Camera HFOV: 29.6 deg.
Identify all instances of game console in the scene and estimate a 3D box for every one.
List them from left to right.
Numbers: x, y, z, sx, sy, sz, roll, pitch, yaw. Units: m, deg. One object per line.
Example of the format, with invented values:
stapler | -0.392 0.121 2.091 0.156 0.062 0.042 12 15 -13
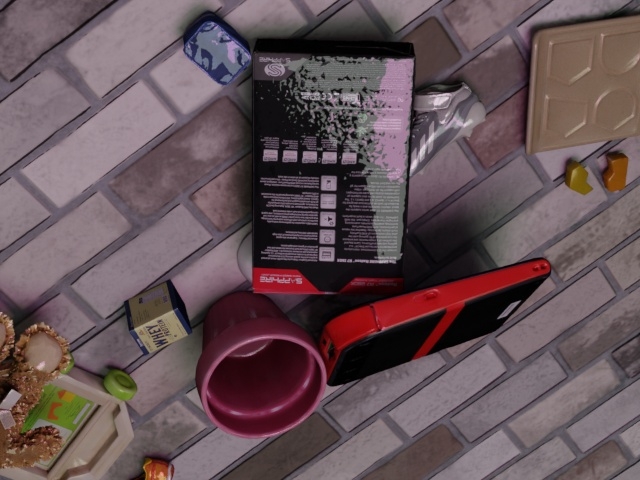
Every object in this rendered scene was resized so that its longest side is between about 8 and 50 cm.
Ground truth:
game console | 0.162 0.130 1.916 0.341 0.060 0.386 -19 166 -10

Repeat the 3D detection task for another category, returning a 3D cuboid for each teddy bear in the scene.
teddy bear | -0.504 0.255 1.817 0.245 0.113 0.338 0 113 -25

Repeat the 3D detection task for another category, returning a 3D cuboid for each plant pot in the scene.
plant pot | -0.106 0.180 1.916 0.201 0.180 0.201 -8 123 -12

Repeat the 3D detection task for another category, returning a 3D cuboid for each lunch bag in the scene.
lunch bag | -0.141 -0.268 1.690 0.067 0.065 0.098 -42 114 15

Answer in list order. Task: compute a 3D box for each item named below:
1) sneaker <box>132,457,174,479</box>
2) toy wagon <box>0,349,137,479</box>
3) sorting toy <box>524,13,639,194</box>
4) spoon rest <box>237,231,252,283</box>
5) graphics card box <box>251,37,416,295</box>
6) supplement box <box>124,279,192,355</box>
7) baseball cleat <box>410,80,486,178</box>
sneaker | -0.307 0.448 2.106 0.067 0.064 0.175 19 110 -5
toy wagon | -0.469 0.278 1.933 0.344 0.068 0.267 29 109 -29
sorting toy | 0.424 -0.209 1.929 0.229 0.041 0.307 -12 124 -15
spoon rest | 0.000 0.000 1.910 0.276 0.084 0.137 -22 125 13
graphics card box | 0.015 -0.104 1.763 0.232 0.094 0.371 1 114 2
supplement box | -0.254 0.120 1.889 0.083 0.083 0.056 -26 124 1
baseball cleat | 0.152 -0.166 1.858 0.206 0.072 0.109 -39 109 6
